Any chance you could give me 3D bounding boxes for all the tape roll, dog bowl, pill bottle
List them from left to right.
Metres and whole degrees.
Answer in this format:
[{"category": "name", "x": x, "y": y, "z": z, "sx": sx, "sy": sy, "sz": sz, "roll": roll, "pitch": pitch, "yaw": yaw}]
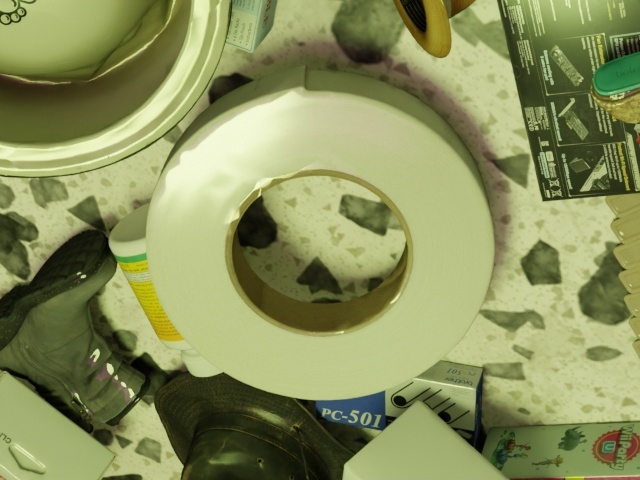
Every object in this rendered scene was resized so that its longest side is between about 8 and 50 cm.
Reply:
[{"category": "dog bowl", "x": -0.287, "y": -0.269, "z": 1.243, "sx": 0.407, "sy": 0.150, "sz": 0.408, "roll": -2, "pitch": 125, "yaw": -2}, {"category": "pill bottle", "x": -0.165, "y": 0.059, "z": 1.588, "sx": 0.117, "sy": 0.118, "sz": 0.208, "roll": -11, "pitch": 118, "yaw": 27}, {"category": "tape roll", "x": 0.000, "y": 0.000, "z": 1.446, "sx": 0.391, "sy": 0.072, "sz": 0.392, "roll": 1, "pitch": 118, "yaw": 2}]

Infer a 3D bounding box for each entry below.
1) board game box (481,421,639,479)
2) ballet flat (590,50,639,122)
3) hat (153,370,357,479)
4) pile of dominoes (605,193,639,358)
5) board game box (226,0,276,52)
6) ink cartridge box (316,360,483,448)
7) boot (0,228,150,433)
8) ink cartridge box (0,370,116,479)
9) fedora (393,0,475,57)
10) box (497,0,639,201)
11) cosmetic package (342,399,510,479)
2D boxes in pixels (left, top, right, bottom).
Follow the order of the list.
[{"category": "board game box", "x": 0.367, "y": 0.337, "z": 1.583, "sx": 0.303, "sy": 0.097, "sz": 0.224, "roll": -8, "pitch": 120, "yaw": 25}, {"category": "ballet flat", "x": 0.352, "y": -0.156, "z": 1.185, "sx": 0.206, "sy": 0.073, "sz": 0.067, "roll": -12, "pitch": 146, "yaw": 29}, {"category": "hat", "x": -0.099, "y": 0.325, "z": 1.712, "sx": 0.331, "sy": 0.134, "sz": 0.331, "roll": 17, "pitch": 139, "yaw": 16}, {"category": "pile of dominoes", "x": 0.415, "y": 0.032, "z": 1.391, "sx": 0.196, "sy": 0.040, "sz": 0.251, "roll": 4, "pitch": 123, "yaw": 39}, {"category": "board game box", "x": -0.177, "y": -0.388, "z": 1.319, "sx": 0.318, "sy": 0.066, "sz": 0.319, "roll": 21, "pitch": 128, "yaw": 7}, {"category": "ink cartridge box", "x": 0.097, "y": 0.192, "z": 1.621, "sx": 0.207, "sy": 0.046, "sz": 0.097, "roll": 8, "pitch": 124, "yaw": 17}, {"category": "boot", "x": -0.302, "y": 0.128, "z": 1.704, "sx": 0.222, "sy": 0.118, "sz": 0.338, "roll": 43, "pitch": 139, "yaw": -14}, {"category": "ink cartridge box", "x": -0.426, "y": 0.315, "z": 1.816, "sx": 0.197, "sy": 0.114, "sz": 0.273, "roll": 39, "pitch": 148, "yaw": -7}, {"category": "fedora", "x": 0.108, "y": -0.272, "z": 1.243, "sx": 0.079, "sy": 0.194, "sz": 0.194, "roll": -21, "pitch": 117, "yaw": -4}, {"category": "box", "x": 0.307, "y": -0.194, "z": 1.256, "sx": 0.242, "sy": 0.076, "sz": 0.308, "roll": -5, "pitch": 121, "yaw": 24}, {"category": "cosmetic package", "x": 0.142, "y": 0.354, "z": 1.560, "sx": 0.224, "sy": 0.138, "sz": 0.224, "roll": 41, "pitch": 150, "yaw": 25}]
